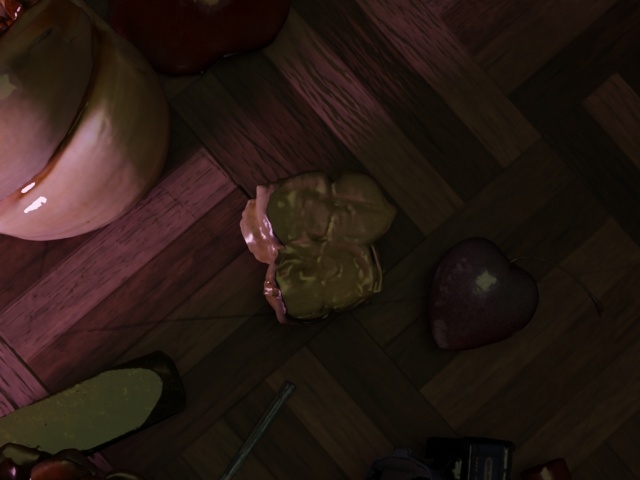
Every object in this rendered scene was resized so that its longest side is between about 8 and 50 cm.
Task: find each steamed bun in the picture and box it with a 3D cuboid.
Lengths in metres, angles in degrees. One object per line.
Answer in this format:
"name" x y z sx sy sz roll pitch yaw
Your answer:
"steamed bun" 0.000 0.000 1.578 0.192 0.106 0.177 -19 98 -21

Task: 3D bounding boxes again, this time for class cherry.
"cherry" 0.213 0.086 1.584 0.188 0.115 0.148 41 60 -5

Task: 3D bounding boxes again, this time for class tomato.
"tomato" -0.146 -0.315 1.603 0.228 0.112 0.199 -27 84 -12

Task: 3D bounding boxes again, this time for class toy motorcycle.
"toy motorcycle" 0.126 0.401 1.500 0.213 0.125 0.358 9 83 -38

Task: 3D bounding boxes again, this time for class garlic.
"garlic" -0.331 -0.132 1.509 0.249 0.286 0.313 34 83 30

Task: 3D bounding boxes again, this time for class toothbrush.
"toothbrush" -0.094 0.262 1.573 0.019 0.016 0.219 34 80 -2

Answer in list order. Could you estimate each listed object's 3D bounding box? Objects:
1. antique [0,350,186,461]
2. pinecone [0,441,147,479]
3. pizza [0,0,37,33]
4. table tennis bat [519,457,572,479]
"antique" -0.264 0.202 1.532 0.221 0.080 0.081 -25 84 -8
"pinecone" -0.299 0.405 1.343 0.384 0.384 0.384 1 82 -6
"pizza" -0.347 -0.288 1.595 0.154 0.069 0.193 -5 84 -6
"table tennis bat" 0.337 0.457 1.559 0.268 0.051 0.414 -19 86 -22
